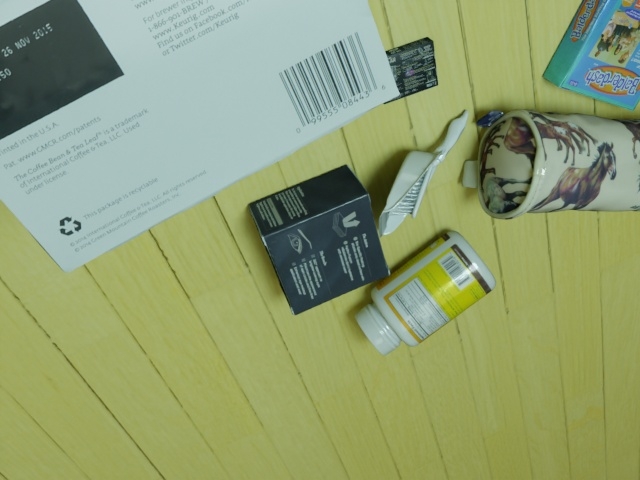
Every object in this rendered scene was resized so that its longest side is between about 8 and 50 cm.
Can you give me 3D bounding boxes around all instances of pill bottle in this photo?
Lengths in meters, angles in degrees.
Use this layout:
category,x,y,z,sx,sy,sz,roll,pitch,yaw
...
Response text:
category,x,y,z,sx,sy,sz,roll,pitch,yaw
pill bottle,0.164,0.089,1.103,0.215,0.117,0.117,-37,129,6

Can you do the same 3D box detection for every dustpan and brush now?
category,x,y,z,sx,sy,sz,roll,pitch,yaw
dustpan and brush,0.151,-0.102,0.986,0.060,0.147,0.211,22,81,9

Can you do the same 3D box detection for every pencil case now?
category,x,y,z,sx,sy,sz,roll,pitch,yaw
pencil case,0.429,-0.115,1.038,0.411,0.183,0.159,-3,105,-22

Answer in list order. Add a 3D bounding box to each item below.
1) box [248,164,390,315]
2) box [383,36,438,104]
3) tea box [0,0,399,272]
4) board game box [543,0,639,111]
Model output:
category,x,y,z,sx,sy,sz,roll,pitch,yaw
box,0.000,0.000,0.989,0.158,0.093,0.155,-22,128,-5
box,0.115,-0.228,0.924,0.083,0.018,0.067,-21,128,-7
tea box,-0.158,-0.201,0.635,0.329,0.323,0.220,-28,128,-1
board game box,0.439,-0.304,0.984,0.160,0.047,0.210,9,119,-28
